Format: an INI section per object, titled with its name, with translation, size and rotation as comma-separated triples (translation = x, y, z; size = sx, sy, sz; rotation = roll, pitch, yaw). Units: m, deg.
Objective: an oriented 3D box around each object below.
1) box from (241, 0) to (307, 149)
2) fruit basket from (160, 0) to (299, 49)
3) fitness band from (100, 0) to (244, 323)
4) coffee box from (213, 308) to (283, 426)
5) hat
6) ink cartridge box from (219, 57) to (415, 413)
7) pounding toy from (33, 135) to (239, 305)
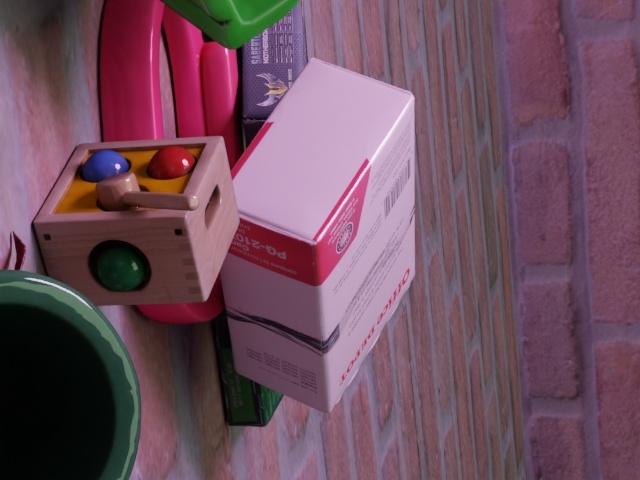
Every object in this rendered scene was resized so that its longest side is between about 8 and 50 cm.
[box]
translation = -0.039, -0.135, 1.673
size = 0.183, 0.059, 0.233
rotation = 87, 0, -53
[fruit basket]
translation = -0.053, -0.361, 1.319
size = 0.283, 0.392, 0.392
rotation = 62, 29, -63
[fitness band]
translation = -0.118, -0.078, 1.483
size = 0.209, 0.054, 0.291
rotation = -25, 111, -72
[coffee box]
translation = -0.052, 0.088, 1.735
size = 0.184, 0.040, 0.113
rotation = -58, 144, -66
[hat]
translation = -0.216, 0.100, 1.097
size = 0.208, 0.183, 0.173
rotation = -15, 98, -33
[ink cartridge box]
translation = 0.000, 0.000, 1.520
size = 0.172, 0.100, 0.237
rotation = -56, 158, -32
[pounding toy]
translation = -0.121, -0.018, 1.278
size = 0.141, 0.130, 0.100
rotation = -71, 155, -56
